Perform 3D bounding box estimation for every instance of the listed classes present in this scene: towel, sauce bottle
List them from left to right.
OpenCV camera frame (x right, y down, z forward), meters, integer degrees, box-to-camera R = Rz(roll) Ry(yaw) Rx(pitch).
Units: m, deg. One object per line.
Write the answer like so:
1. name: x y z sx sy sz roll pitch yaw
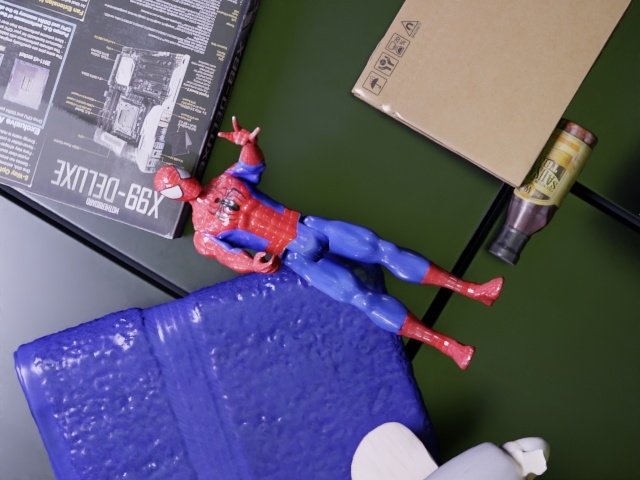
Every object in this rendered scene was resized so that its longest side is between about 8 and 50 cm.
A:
1. towel: -0.072 0.143 1.159 0.308 0.076 0.228 -18 98 -2
2. sauce bottle: 0.184 -0.039 1.174 0.042 0.042 0.128 29 88 -2

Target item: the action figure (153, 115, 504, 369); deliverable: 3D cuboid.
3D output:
1. action figure: 0.000 0.000 1.053 0.280 0.139 0.091 24 80 4

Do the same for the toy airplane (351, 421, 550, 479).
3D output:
1. toy airplane: 0.176 0.328 0.994 0.386 0.272 0.384 19 49 -1

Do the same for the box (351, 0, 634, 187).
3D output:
1. box: 0.146 -0.168 1.167 0.164 0.021 0.201 31 90 9

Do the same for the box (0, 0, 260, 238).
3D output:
1. box: -0.222 -0.161 1.142 0.307 0.076 0.242 17 90 -2
